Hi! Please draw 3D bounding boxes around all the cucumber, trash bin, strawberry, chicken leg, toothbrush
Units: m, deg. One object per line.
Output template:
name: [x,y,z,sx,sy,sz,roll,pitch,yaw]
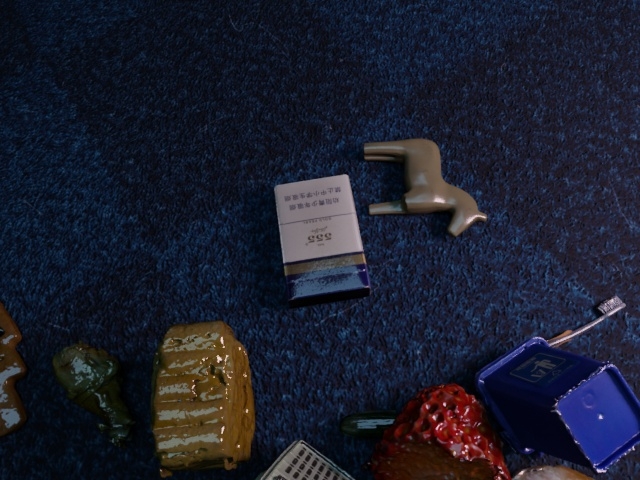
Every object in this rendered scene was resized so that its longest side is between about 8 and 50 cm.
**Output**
cucumber: [0.083,0.329,0.847,0.105,0.048,0.048,-3,68,4]
trash bin: [0.380,0.265,0.749,0.162,0.234,0.184,-31,85,-10]
strawberry: [0.202,0.336,0.788,0.234,0.234,0.178,18,40,10]
chicken leg: [-0.403,0.274,0.872,0.227,0.088,0.103,40,62,20]
toothbrush: [0.445,0.189,0.897,0.321,0.023,0.031,-27,62,-9]

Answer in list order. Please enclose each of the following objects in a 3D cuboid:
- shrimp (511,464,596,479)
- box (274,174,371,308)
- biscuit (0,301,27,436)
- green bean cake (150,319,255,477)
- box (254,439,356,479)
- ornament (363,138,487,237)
shrimp: [0.298,0.531,0.728,0.445,0.110,0.221,-34,64,-14]
box: [0.000,0.000,0.971,0.168,0.071,0.259,-8,68,0]
biscuit: [-0.691,0.253,0.916,0.278,0.043,0.301,-1,68,2]
green bean cake: [-0.185,0.266,0.791,0.131,0.230,0.224,-6,64,-1]
box: [-0.034,0.438,0.680,0.220,0.290,0.166,31,93,14]
ornament: [0.219,-0.112,1.011,0.244,0.061,0.230,-3,69,5]
